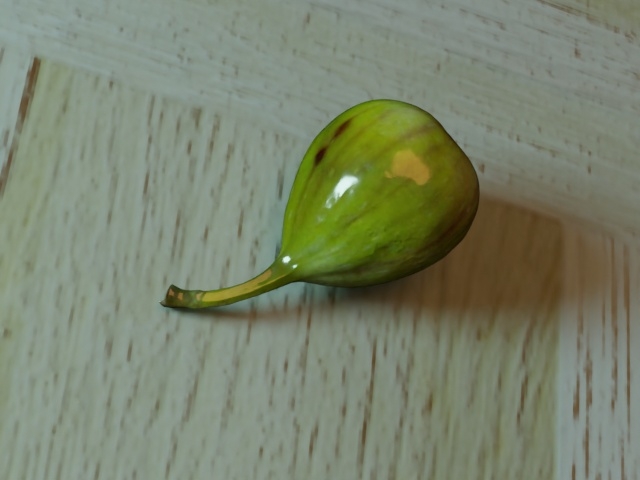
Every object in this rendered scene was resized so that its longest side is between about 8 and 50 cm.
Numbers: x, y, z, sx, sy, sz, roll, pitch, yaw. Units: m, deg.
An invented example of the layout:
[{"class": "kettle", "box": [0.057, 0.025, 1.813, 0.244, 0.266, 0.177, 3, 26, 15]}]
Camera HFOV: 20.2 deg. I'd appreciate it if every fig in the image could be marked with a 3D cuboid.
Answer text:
[{"class": "fig", "box": [0.000, -0.006, 0.923, 0.166, 0.093, 0.093, -32, 75, 5]}]
